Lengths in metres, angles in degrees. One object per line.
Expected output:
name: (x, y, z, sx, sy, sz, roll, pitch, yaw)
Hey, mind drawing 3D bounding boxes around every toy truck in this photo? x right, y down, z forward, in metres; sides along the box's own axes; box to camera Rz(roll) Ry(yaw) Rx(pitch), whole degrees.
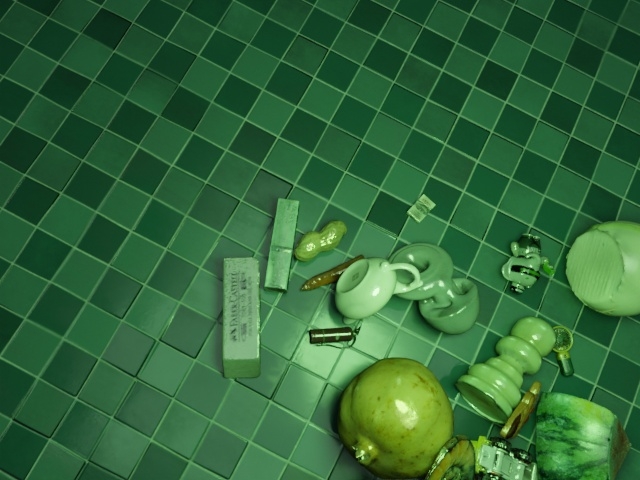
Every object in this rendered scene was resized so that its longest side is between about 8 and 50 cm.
toy truck: (0.517, 0.642, 1.664, 0.286, 0.111, 0.136, 37, 63, -31)

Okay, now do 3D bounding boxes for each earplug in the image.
earplug: (0.339, 0.144, 1.782, 0.214, 0.175, 0.325, -40, 73, -18)

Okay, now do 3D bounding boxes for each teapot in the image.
teapot: (0.146, 0.141, 1.707, 0.139, 0.298, 0.204, 46, 37, -20)

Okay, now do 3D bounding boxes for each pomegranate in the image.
pomegranate: (0.191, 0.494, 1.590, 0.342, 0.342, 0.342, 1, 76, -5)

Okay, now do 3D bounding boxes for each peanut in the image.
peanut: (0.000, 0.000, 1.824, 0.187, 0.082, 0.082, -26, 79, -10)

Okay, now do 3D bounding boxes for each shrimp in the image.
shrimp: (0.327, 0.640, 1.511, 0.054, 0.290, 0.222, 19, 42, 43)

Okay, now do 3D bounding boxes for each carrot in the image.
carrot: (0.040, 0.107, 1.820, 0.224, 0.057, 0.057, -21, 79, -4)

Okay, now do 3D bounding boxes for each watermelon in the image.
watermelon: (0.744, 0.587, 1.687, 0.201, 0.213, 0.262, 24, 72, -38)

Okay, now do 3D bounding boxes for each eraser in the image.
eraser: (-0.233, 0.228, 1.746, 0.111, 0.077, 0.352, 0, 76, -6)

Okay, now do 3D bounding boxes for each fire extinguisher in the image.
fire extinguisher: (0.047, 0.292, 1.775, 0.157, 0.045, 0.078, -3, 104, -7)

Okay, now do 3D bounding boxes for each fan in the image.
fan: (0.744, 0.343, 1.823, 0.082, 0.039, 0.155, -10, 78, -8)

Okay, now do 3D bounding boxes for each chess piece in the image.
chess piece: (0.569, 0.360, 1.742, 0.182, 0.182, 0.330, 44, 71, 6)

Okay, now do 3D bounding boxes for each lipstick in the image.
lipstick: (-0.118, 0.012, 1.810, 0.076, 0.077, 0.290, 6, 75, 1)

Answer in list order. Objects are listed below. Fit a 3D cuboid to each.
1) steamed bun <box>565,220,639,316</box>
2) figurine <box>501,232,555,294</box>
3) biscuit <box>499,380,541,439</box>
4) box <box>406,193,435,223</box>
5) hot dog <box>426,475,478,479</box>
steamed bun: (0.934, 0.086, 1.788, 0.309, 0.309, 0.309, 1, 76, -5)
figurine: (0.641, 0.076, 1.843, 0.147, 0.126, 0.192, 18, 87, -20)
biscuit: (0.575, 0.494, 1.678, 0.043, 0.280, 0.183, 25, 112, 27)
box: (0.325, -0.102, 1.906, 0.054, 0.024, 0.083, 42, 76, 7)
hot dog: (0.384, 0.699, 1.674, 0.146, 0.103, 0.213, -28, 95, -24)
